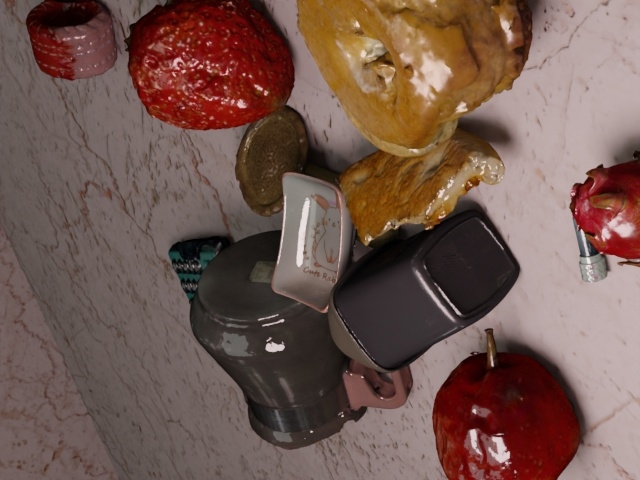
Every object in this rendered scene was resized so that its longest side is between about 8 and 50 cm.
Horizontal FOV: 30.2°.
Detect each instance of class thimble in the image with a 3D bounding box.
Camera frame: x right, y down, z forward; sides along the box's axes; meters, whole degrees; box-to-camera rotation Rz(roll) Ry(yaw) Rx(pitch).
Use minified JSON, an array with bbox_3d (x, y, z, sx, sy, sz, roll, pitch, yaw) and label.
[{"bbox_3d":[-0.514,-0.419,2.451,0.189,0.163,0.125,33,143,39],"label":"thimble"}]

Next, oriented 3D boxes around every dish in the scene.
[{"bbox_3d":[0.000,0.000,1.963,0.151,0.077,0.212,21,110,46],"label":"dish"}]

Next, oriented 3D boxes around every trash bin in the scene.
[{"bbox_3d":[0.150,0.081,1.832,0.182,0.209,0.290,55,145,-2],"label":"trash bin"}]

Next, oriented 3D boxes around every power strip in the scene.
[{"bbox_3d":[-0.007,-0.081,2.071,0.387,0.066,0.092,27,135,45],"label":"power strip"}]

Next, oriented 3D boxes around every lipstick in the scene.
[{"bbox_3d":[0.360,-0.003,1.607,0.037,0.037,0.116,4,114,56],"label":"lipstick"}]

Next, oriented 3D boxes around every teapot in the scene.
[{"bbox_3d":[-0.028,0.193,2.171,0.376,0.305,0.362,3,132,23],"label":"teapot"}]

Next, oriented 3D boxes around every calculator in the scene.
[{"bbox_3d":[-0.235,0.108,2.595,0.274,0.058,0.248,0,115,58],"label":"calculator"}]

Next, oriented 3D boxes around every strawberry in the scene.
[{"bbox_3d":[-0.173,-0.288,1.967,0.277,0.257,0.257,30,140,27],"label":"strawberry"}]

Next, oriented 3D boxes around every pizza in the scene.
[{"bbox_3d":[0.136,-0.082,1.748,0.074,0.182,0.365,28,157,-29],"label":"pizza"}]

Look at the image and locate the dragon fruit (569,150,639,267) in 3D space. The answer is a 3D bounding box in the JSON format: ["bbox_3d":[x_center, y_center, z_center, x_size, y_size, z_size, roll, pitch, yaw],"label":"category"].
[{"bbox_3d":[0.385,-0.034,1.439,0.166,0.133,0.136,-1,161,21],"label":"dragon fruit"}]

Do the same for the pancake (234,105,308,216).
[{"bbox_3d":[-0.088,-0.142,2.088,0.199,0.021,0.199,-8,78,45],"label":"pancake"}]

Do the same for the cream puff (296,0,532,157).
[{"bbox_3d":[0.130,-0.276,1.513,0.327,0.231,0.343,37,153,39],"label":"cream puff"}]

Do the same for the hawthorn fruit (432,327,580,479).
[{"bbox_3d":[0.277,0.255,1.807,0.230,0.210,0.266,-159,60,-66],"label":"hawthorn fruit"}]

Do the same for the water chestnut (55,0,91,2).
[{"bbox_3d":[-0.456,-0.599,2.130,0.302,0.350,0.350,-21,100,18],"label":"water chestnut"}]
